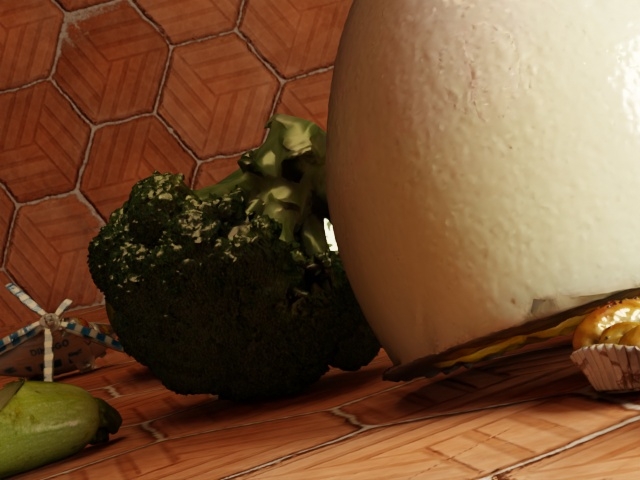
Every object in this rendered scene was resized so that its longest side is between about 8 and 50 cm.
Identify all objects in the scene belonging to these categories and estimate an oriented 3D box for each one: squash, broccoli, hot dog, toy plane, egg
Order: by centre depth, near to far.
[{"bbox_3d":[0.246,0.056,1.193,0.191,0.059,0.108,-12,2,-35],"label":"hot dog"},{"bbox_3d":[0.163,-0.100,1.363,0.354,0.340,0.354,-16,-8,-2],"label":"egg"},{"bbox_3d":[-0.236,0.146,1.480,0.200,0.075,0.090,-13,-24,-47],"label":"squash"},{"bbox_3d":[-0.059,0.019,1.606,0.270,0.270,0.270,-10,48,56],"label":"broccoli"},{"bbox_3d":[-0.384,0.156,2.275,0.273,0.107,0.182,-33,54,-22],"label":"toy plane"}]

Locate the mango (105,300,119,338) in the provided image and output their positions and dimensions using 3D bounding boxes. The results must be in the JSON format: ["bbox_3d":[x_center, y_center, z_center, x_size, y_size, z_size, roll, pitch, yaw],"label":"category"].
[{"bbox_3d":[-0.147,0.060,2.074,0.192,0.156,0.343,-12,1,-10],"label":"mango"}]

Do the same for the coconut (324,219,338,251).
[{"bbox_3d":[0.000,0.000,2.231,0.236,0.236,0.205,-12,43,18],"label":"coconut"}]
